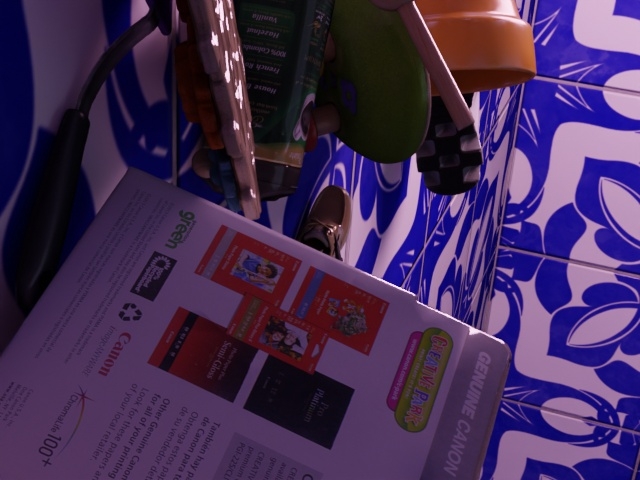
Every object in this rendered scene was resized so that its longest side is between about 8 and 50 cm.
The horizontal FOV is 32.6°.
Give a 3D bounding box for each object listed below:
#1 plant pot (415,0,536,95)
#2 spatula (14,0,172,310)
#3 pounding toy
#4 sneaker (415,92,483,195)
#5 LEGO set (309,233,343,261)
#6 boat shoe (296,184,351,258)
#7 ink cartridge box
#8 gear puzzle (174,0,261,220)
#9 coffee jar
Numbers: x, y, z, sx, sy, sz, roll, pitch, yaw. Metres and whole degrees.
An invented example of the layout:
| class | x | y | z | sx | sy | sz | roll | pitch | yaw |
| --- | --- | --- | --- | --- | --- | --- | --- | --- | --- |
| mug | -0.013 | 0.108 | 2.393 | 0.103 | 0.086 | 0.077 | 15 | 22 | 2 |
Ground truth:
| class | x | y | z | sx | sy | sz | roll | pitch | yaw |
| --- | --- | --- | --- | --- | --- | --- | --- | --- | --- |
| plant pot | 0.128 | -0.265 | 1.204 | 0.205 | 0.205 | 0.187 | -2 | 89 | -74 |
| spatula | -0.134 | -0.095 | 0.677 | 0.084 | 0.030 | 0.296 | 72 | 33 | -69 |
| pounding toy | 0.021 | -0.153 | 1.012 | 0.237 | 0.110 | 0.182 | -14 | -86 | 69 |
| sneaker | 0.167 | -0.230 | 1.525 | 0.330 | 0.123 | 0.146 | 85 | 5 | -45 |
| LEGO set | 0.024 | 0.177 | 0.941 | 0.255 | 0.192 | 0.331 | -117 | -167 | -70 |
| boat shoe | 0.000 | 0.000 | 1.190 | 0.045 | 0.050 | 0.135 | 62 | 43 | -75 |
| ink cartridge box | -0.063 | 0.148 | 0.632 | 0.130 | 0.272 | 0.309 | 111 | 4 | -51 |
| gear puzzle | -0.083 | -0.153 | 0.656 | 0.339 | 0.044 | 0.175 | 81 | 1 | -60 |
| coffee jar | -0.044 | -0.122 | 0.885 | 0.096 | 0.079 | 0.184 | -9 | 110 | -82 |
